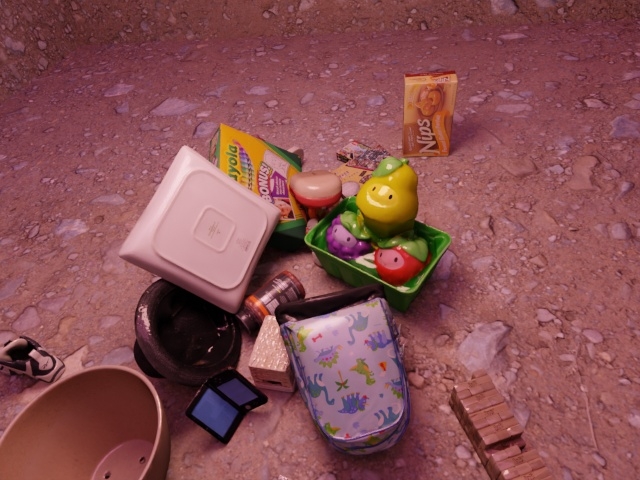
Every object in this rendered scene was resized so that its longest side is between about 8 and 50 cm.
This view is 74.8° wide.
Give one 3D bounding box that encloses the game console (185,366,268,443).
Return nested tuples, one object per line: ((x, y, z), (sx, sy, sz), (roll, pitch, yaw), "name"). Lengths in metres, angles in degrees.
((-0.214, 0.384, 0.975), (0.124, 0.144, 0.085), (-31, 26, 20), "game console")

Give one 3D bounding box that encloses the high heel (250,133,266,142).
((-0.346, -0.382, 1.802), (0.244, 0.082, 0.117), (-21, 49, -22), "high heel")

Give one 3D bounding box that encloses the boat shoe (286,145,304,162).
((-0.217, -0.274, 1.633), (0.158, 0.127, 0.340), (26, 55, 22), "boat shoe")

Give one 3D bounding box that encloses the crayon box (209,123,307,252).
((-0.205, -0.168, 1.373), (0.313, 0.106, 0.363), (16, 53, -35), "crayon box")

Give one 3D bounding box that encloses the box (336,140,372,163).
((0.176, -0.333, 1.694), (0.114, 0.036, 0.207), (-38, 52, -26), "box")

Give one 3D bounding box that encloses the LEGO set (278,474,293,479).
((-0.091, 0.579, 0.813), (0.087, 0.093, 0.227), (14, 50, 21), "LEGO set")

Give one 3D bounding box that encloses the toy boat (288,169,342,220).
((-0.013, -0.135, 1.323), (0.151, 0.151, 0.231), (-9, 18, -9), "toy boat")

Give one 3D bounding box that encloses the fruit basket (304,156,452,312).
((0.166, -0.031, 1.177), (0.392, 0.392, 0.283), (26, 55, 29), "fruit basket")

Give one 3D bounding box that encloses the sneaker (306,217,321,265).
((0.000, 0.000, 1.332), (0.065, 0.158, 0.061), (-24, 24, -36), "sneaker")

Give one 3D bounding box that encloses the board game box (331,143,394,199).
((0.165, -0.250, 1.573), (0.243, 0.042, 0.165), (-32, 52, -5), "board game box")

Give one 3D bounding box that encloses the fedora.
((-0.366, 0.250, 1.093), (0.152, 0.334, 0.334), (-34, 41, 22), "fedora")

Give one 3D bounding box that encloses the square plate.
((-0.291, -0.029, 1.126), (0.049, 0.344, 0.347), (-12, 50, 53), "square plate")

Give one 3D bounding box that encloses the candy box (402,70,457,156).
((0.408, -0.471, 1.596), (0.183, 0.316, 0.087), (1, 48, 9), "candy box")

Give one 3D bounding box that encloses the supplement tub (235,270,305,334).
((-0.146, 0.180, 1.200), (0.198, 0.106, 0.106), (-36, 51, -24), "supplement tub")

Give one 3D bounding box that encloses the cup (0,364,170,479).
((-0.455, 0.469, 0.877), (0.331, 0.237, 0.331), (-4, 45, 4), "cup")

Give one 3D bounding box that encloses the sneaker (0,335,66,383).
((-0.838, 0.309, 1.149), (0.235, 0.153, 0.094), (14, 48, 21), "sneaker")

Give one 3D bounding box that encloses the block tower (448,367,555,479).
((0.387, 0.445, 0.871), (0.097, 0.091, 0.335), (-15, 45, -7), "block tower")

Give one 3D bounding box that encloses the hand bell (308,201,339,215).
((-0.066, -0.150, 1.527), (0.242, 0.126, 0.126), (11, 48, 34), "hand bell")

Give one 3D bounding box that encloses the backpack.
((0.066, 0.291, 0.952), (0.290, 0.273, 0.355), (-11, 82, -7), "backpack")

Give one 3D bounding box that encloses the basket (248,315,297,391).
((-0.108, 0.289, 1.089), (0.113, 0.103, 0.167), (4, 48, 14), "basket")
